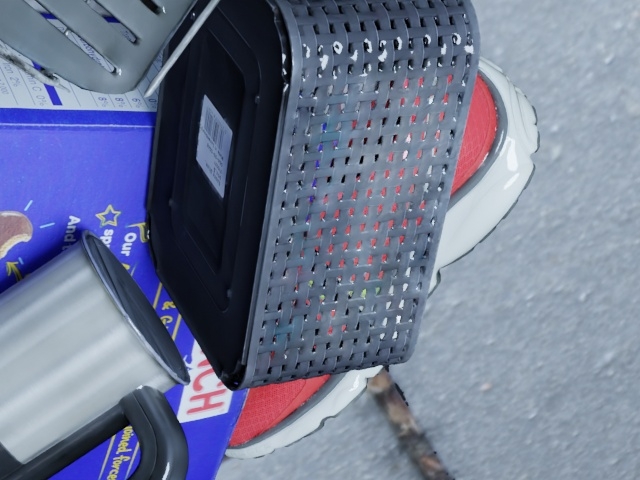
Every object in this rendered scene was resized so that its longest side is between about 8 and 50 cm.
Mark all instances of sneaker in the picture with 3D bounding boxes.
[{"bbox_3d":[0.000,0.000,0.979,0.118,0.107,0.279,28,110,-23],"label":"sneaker"}]

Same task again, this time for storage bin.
[{"bbox_3d":[-0.010,-0.040,0.731,0.084,0.122,0.180,-8,127,-24],"label":"storage bin"}]

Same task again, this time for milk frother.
[{"bbox_3d":[-0.123,0.083,0.801,0.135,0.129,0.143,-33,-179,2],"label":"milk frother"}]

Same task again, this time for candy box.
[{"bbox_3d":[-0.184,0.023,0.857,0.317,0.122,0.268,0,128,-28],"label":"candy box"}]

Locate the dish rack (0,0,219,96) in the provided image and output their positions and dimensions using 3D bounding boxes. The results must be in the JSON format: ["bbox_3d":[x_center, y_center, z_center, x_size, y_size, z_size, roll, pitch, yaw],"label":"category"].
[{"bbox_3d":[-0.048,-0.187,0.590,0.208,0.074,0.271,40,81,-39],"label":"dish rack"}]
